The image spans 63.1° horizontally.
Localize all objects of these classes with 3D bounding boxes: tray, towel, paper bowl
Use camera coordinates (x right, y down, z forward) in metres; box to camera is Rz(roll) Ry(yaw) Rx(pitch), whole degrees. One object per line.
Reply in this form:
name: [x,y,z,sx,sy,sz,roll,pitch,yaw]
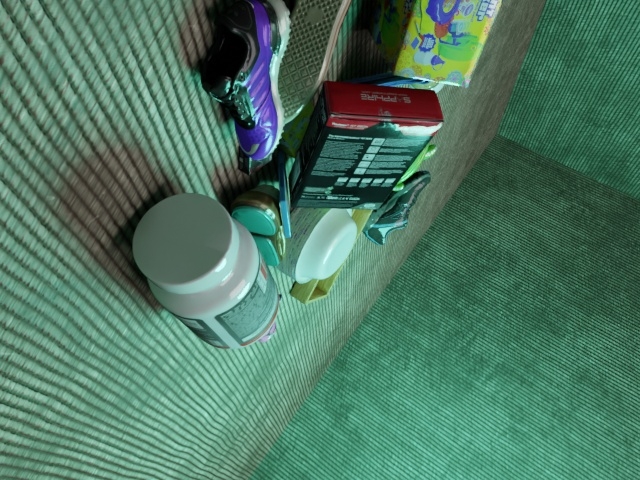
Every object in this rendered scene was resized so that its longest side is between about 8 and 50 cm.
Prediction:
tray: [0.049,0.017,1.804,0.411,0.076,0.203,-62,161,13]
towel: [0.219,-0.410,1.344,0.336,0.243,0.040,-28,114,-56]
paper bowl: [0.000,0.000,1.542,0.284,0.148,0.284,-48,160,-25]

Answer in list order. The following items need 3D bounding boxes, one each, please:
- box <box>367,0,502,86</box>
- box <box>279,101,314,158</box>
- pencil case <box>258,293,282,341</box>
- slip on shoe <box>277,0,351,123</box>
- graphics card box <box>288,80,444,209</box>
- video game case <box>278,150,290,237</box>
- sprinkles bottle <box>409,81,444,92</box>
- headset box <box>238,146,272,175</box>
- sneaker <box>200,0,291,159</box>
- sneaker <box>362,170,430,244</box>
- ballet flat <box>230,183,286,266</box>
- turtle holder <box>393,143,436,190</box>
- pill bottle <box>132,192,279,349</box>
box: [0.243,-0.525,1.093,0.279,0.177,0.290,-101,-159,-49]
box: [-0.054,-0.259,1.166,0.105,0.043,0.179,-55,159,-11]
pencil case: [-0.167,0.210,1.536,0.209,0.095,0.098,101,11,-50]
slip on shoe: [-0.026,-0.368,0.971,0.331,0.123,0.101,-64,179,17]
graphics card box: [0.077,-0.186,1.128,0.371,0.232,0.094,119,-33,-62]
video game case: [-0.083,-0.107,1.191,0.119,0.015,0.166,87,-2,-49]
sprinkles bottle: [0.284,-0.533,1.478,0.121,0.121,0.355,-59,161,2]
headset box: [-0.133,-0.185,1.095,0.083,0.032,0.062,-41,155,-38]
sneaker: [-0.140,-0.257,0.883,0.146,0.102,0.293,-37,147,-39]
sneaker: [0.295,-0.129,1.980,0.341,0.140,0.125,-41,-166,2]
ballet flat: [-0.128,-0.053,1.219,0.342,0.116,0.124,76,28,-65]
turtle holder: [0.121,-0.259,1.382,0.227,0.320,0.243,9,69,-55]
pill bottle: [-0.209,0.071,1.020,0.210,0.210,0.363,-52,161,-18]
